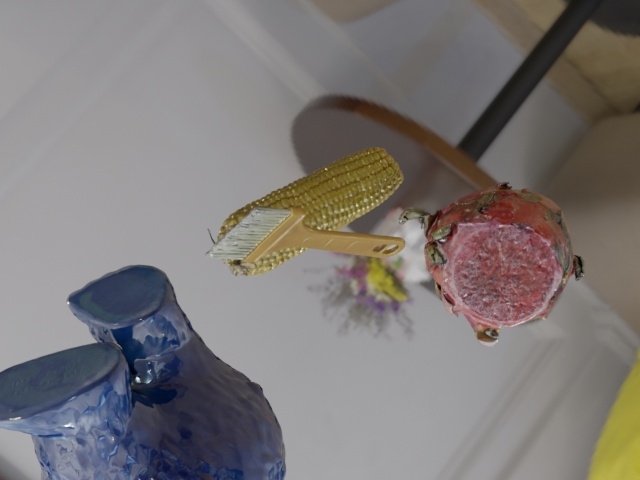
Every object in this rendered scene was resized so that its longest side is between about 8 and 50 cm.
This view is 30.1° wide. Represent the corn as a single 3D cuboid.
[{"bbox_3d":[-0.016,-0.047,1.778,0.106,0.305,0.106,53,163,24],"label":"corn"}]

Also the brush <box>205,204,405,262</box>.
[{"bbox_3d":[0.000,0.000,1.383,0.103,0.272,0.013,-41,57,37],"label":"brush"}]

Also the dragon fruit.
[{"bbox_3d":[0.246,0.035,1.706,0.282,0.147,0.211,15,123,-4],"label":"dragon fruit"}]

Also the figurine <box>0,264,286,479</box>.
[{"bbox_3d":[-0.070,0.142,0.610,0.120,0.164,0.262,9,141,32],"label":"figurine"}]
